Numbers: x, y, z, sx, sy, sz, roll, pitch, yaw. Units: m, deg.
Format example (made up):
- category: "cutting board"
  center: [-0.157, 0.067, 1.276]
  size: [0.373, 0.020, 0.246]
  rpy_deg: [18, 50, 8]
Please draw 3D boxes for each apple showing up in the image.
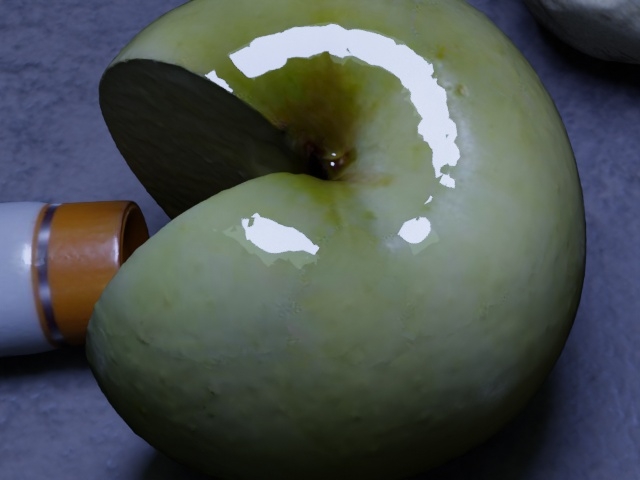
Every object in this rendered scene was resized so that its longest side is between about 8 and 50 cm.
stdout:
- category: "apple"
  center: [0.000, 0.000, 0.945]
  size: [0.292, 0.254, 0.292]
  rpy_deg: [-1, 63, 3]

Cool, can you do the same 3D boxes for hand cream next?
- category: "hand cream"
  center: [-0.261, 0.026, 1.061]
  size: [0.314, 0.089, 0.139]
  rpy_deg: [-8, 55, 8]

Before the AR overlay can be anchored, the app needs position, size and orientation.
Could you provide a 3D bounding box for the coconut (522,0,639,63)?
- category: "coconut"
  center: [0.209, -0.210, 1.101]
  size: [0.224, 0.224, 0.224]
  rpy_deg: [-2, 58, 4]
